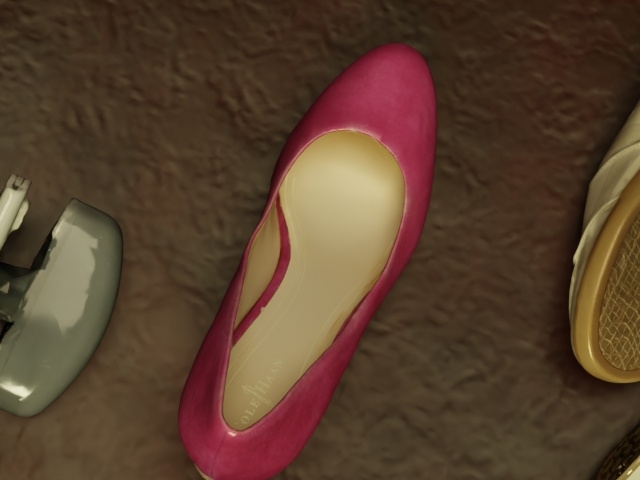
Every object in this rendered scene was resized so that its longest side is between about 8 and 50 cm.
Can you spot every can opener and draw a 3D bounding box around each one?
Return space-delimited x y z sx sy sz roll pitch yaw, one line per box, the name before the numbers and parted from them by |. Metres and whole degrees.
can opener | -0.173 0.103 0.822 0.095 0.076 0.283 24 76 -10

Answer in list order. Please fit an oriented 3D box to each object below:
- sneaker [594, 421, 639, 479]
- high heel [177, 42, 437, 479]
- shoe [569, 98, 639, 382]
sneaker | 0.225 0.084 0.886 0.192 0.064 0.086 -43 91 -15
high heel | 0.000 0.000 0.849 0.082 0.117 0.244 29 73 2
shoe | 0.179 -0.027 0.916 0.076 0.058 0.219 32 76 -18
